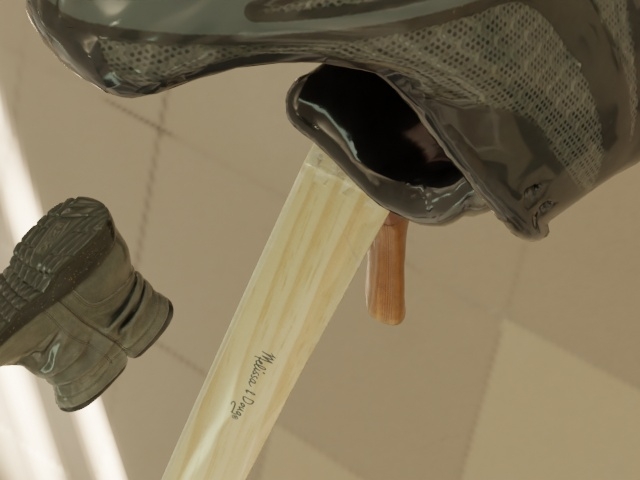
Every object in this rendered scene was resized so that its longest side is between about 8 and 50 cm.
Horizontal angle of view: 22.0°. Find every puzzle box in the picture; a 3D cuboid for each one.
[{"bbox_3d":[0.000,0.000,1.028,0.052,0.272,0.409,26,140,-1],"label":"puzzle box"}]

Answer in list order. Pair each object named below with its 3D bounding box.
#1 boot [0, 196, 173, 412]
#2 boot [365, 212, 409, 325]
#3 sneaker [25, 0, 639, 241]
[{"bbox_3d":[-0.231,0.093,1.333,0.083,0.246,0.161,35,158,42],"label":"boot"},{"bbox_3d":[0.078,-0.099,1.568,0.280,0.096,0.264,82,-174,-55],"label":"boot"},{"bbox_3d":[0.089,-0.104,0.634,0.185,0.483,0.202,49,120,43],"label":"sneaker"}]
